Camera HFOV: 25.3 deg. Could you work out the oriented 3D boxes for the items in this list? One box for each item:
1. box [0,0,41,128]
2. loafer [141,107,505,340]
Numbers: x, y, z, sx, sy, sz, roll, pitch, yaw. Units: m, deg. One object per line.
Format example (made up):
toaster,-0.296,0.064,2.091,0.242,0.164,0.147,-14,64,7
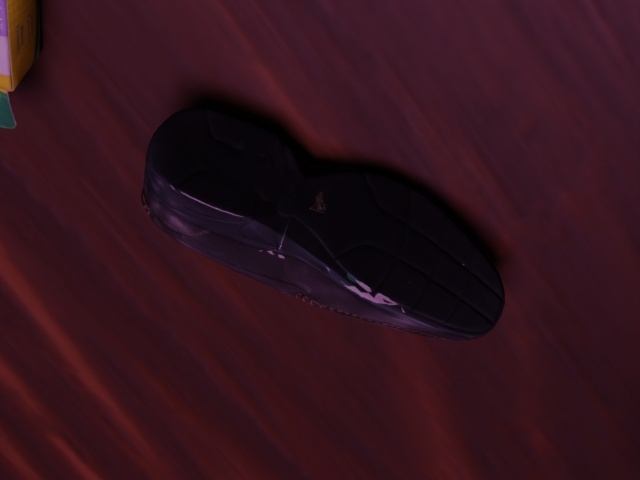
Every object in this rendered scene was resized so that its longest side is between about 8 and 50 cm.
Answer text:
box,-0.170,-0.134,0.588,0.105,0.043,0.179,11,125,7
loafer,0.000,0.000,0.635,0.170,0.062,0.061,28,149,-2
